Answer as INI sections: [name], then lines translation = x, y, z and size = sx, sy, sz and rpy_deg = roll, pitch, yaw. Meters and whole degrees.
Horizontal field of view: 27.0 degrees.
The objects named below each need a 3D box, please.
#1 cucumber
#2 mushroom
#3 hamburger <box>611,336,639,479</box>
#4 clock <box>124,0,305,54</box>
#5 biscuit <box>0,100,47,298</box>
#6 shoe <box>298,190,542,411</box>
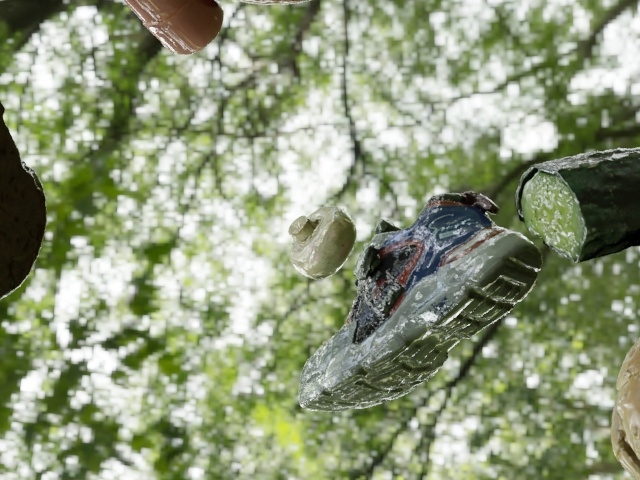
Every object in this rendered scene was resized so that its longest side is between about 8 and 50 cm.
[cucumber]
translation = 0.244, -0.046, 0.946
size = 0.211, 0.078, 0.062
rpy_deg = -16, -52, -27
[mushroom]
translation = 0.000, 0.000, 1.411
size = 0.067, 0.083, 0.083
rpy_deg = 39, -125, -24
[hamburger]
translation = 0.394, 0.146, 1.107
size = 0.259, 0.283, 0.145
rpy_deg = -46, -26, -25
[clock]
translation = -0.011, -0.169, 0.513
size = 0.093, 0.162, 0.166
rpy_deg = 49, -152, -55
[biscuit]
translation = -0.243, -0.053, 0.794
size = 0.183, 0.047, 0.320
rpy_deg = -14, -71, -53
[shoe]
translation = 0.055, 0.038, 1.023
size = 0.099, 0.227, 0.125
rpy_deg = 15, -139, -57
